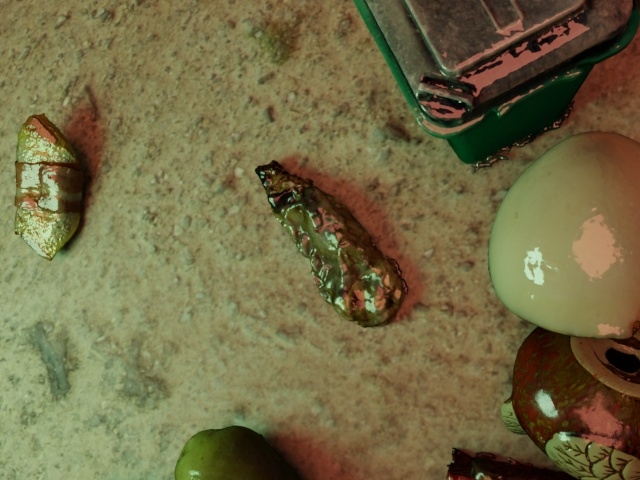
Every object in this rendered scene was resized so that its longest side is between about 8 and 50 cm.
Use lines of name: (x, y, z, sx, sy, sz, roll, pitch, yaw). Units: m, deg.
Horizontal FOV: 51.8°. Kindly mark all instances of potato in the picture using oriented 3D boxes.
potato: (-0.109, 0.385, 0.986, 0.148, 0.197, 0.228, -45, 46, 15)

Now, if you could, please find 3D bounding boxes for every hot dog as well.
hot dog: (-0.493, -0.099, 1.205, 0.123, 0.093, 0.262, 11, 102, 8)

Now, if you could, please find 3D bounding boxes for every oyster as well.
oyster: (0.002, -0.002, 1.065, 0.128, 0.078, 0.345, -43, 77, 16)

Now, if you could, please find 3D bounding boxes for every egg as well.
egg: (0.340, -0.023, 0.847, 0.264, 0.174, 0.286, 7, 51, 29)

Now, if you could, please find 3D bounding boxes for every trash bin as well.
trash bin: (0.234, -0.264, 0.862, 0.295, 0.381, 0.259, -27, 78, 10)

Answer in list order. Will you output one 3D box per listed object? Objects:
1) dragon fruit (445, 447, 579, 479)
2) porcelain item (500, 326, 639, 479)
dragon fruit: (0.292, 0.366, 0.890, 0.330, 0.302, 0.240, -10, 48, 2)
porcelain item: (0.368, 0.228, 0.876, 0.253, 0.253, 0.253, -2, 83, 16)
